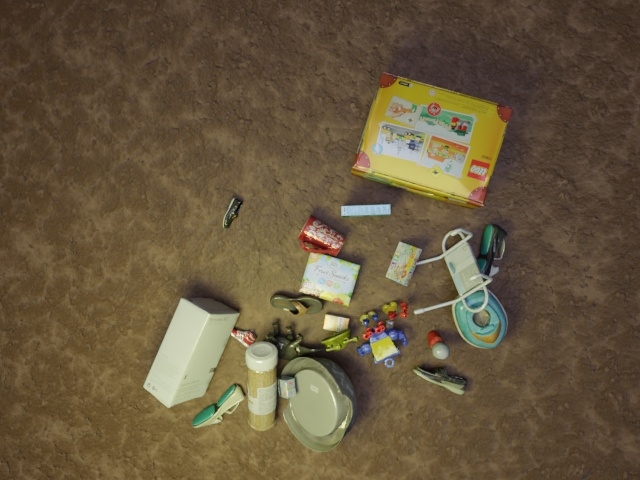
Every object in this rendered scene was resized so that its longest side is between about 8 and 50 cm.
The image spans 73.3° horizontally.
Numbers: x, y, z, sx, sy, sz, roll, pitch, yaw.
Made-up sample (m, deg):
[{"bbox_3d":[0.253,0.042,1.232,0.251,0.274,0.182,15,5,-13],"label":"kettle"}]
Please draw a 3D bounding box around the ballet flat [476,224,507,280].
[{"bbox_3d":[0.660,0.076,1.684,0.096,0.095,0.280,22,92,-8],"label":"ballet flat"}]

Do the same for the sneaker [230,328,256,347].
[{"bbox_3d":[-0.319,0.383,1.774,0.118,0.042,0.067,40,97,-5],"label":"sneaker"}]

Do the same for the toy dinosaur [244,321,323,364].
[{"bbox_3d":[-0.146,0.428,1.740,0.314,0.121,0.160,2,120,-6],"label":"toy dinosaur"}]

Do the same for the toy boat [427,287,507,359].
[{"bbox_3d":[0.563,0.343,1.649,0.319,0.148,0.267,-32,104,9],"label":"toy boat"}]

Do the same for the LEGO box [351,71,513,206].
[{"bbox_3d":[0.411,-0.370,1.643,0.501,0.193,0.371,17,91,3],"label":"LEGO box"}]

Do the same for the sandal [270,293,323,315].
[{"bbox_3d":[-0.100,0.264,1.734,0.220,0.060,0.089,8,123,5],"label":"sandal"}]

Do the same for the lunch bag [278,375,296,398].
[{"bbox_3d":[-0.135,0.564,1.656,0.053,0.083,0.070,-4,86,-33],"label":"lunch bag"}]

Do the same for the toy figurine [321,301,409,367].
[{"bbox_3d":[0.211,0.413,1.654,0.363,0.191,0.217,-25,99,-2],"label":"toy figurine"}]

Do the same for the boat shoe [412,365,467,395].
[{"bbox_3d":[0.478,0.540,1.708,0.224,0.080,0.073,24,87,-2],"label":"boat shoe"}]

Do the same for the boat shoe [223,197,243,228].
[{"bbox_3d":[-0.362,-0.109,1.770,0.042,0.049,0.132,23,87,11],"label":"boat shoe"}]

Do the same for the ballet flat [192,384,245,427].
[{"bbox_3d":[-0.412,0.700,1.770,0.248,0.086,0.086,-40,88,2],"label":"ballet flat"}]

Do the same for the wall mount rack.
[{"bbox_3d":[0.471,0.124,1.625,0.304,0.131,0.349,-44,43,38],"label":"wall mount rack"}]

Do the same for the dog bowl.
[{"bbox_3d":[-0.007,0.610,1.645,0.349,0.102,0.348,3,95,42],"label":"dog bowl"}]

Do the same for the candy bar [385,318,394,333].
[{"bbox_3d":[0.273,0.398,1.746,0.040,0.018,0.161,8,91,5],"label":"candy bar"}]

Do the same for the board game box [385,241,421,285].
[{"bbox_3d":[0.328,0.091,1.703,0.026,0.104,0.153,20,92,-38],"label":"board game box"}]

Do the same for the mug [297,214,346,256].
[{"bbox_3d":[-0.001,0.000,1.715,0.170,0.113,0.150,29,74,-1],"label":"mug"}]

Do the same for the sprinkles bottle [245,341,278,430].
[{"bbox_3d":[-0.226,0.569,1.669,0.122,0.121,0.354,5,114,4],"label":"sprinkles bottle"}]

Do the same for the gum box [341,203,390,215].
[{"bbox_3d":[0.174,-0.114,1.680,0.185,0.157,0.041,-1,91,3],"label":"gum box"}]

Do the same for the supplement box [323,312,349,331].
[{"bbox_3d":[0.064,0.336,1.751,0.099,0.036,0.062,10,92,3],"label":"supplement box"}]

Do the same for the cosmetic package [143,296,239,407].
[{"bbox_3d":[-0.500,0.424,1.688,0.156,0.217,0.384,26,95,23],"label":"cosmetic package"}]

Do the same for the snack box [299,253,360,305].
[{"bbox_3d":[0.038,0.150,1.735,0.207,0.070,0.174,17,92,3],"label":"snack box"}]
